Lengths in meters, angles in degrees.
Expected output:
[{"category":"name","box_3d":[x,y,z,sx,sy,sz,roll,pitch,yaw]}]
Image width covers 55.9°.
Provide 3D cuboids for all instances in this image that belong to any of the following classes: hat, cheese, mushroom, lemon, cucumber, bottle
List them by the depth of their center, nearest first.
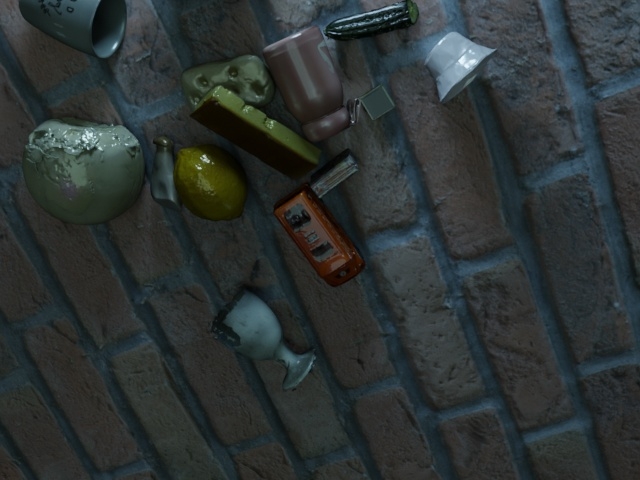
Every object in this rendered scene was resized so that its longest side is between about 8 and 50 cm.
[{"category":"hat","box_3d":[0.363,-0.483,1.643,0.126,0.203,0.203,46,106,4]},{"category":"cucumber","box_3d":[0.140,-0.597,1.658,0.265,0.077,0.077,-12,107,10]},{"category":"bottle","box_3d":[-0.013,-0.431,1.676,0.206,0.173,0.297,-31,107,-20]},{"category":"cheese","box_3d":[-0.261,-0.437,1.723,0.262,0.093,0.159,-10,110,8]},{"category":"lemon","box_3d":[-0.318,-0.167,1.761,0.204,0.204,0.260,-35,109,13]},{"category":"mushroom","box_3d":[-0.462,-0.200,1.821,0.116,0.093,0.225,-3,91,49]}]

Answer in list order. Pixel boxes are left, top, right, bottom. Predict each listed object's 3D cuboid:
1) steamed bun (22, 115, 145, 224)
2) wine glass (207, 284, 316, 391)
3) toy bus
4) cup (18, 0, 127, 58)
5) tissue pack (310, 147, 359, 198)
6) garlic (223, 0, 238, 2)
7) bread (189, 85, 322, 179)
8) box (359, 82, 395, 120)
[{"category":"steamed bun","box_3d":[-0.697,-0.192,1.758,0.333,0.233,0.312,4,108,4]},{"category":"wine glass","box_3d":[-0.184,0.312,1.924,0.357,0.190,0.190,40,106,-13]},{"category":"toy bus","box_3d":[0.000,0.000,1.823,0.143,0.153,0.329,-33,104,11]},{"category":"cup","box_3d":[-0.662,-0.656,1.650,0.234,0.186,0.258,22,79,4]},{"category":"tissue pack","box_3d":[0.041,-0.198,1.776,0.148,0.109,0.060,-36,106,13]},{"category":"garlic","box_3d":[-0.272,-0.784,1.551,0.321,0.241,0.322,-8,120,-13]},{"category":"bread","box_3d":[-0.177,-0.300,1.696,0.361,0.077,0.138,30,153,-24]},{"category":"box","box_3d":[0.162,-0.398,1.740,0.083,0.035,0.079,-32,104,12]}]
